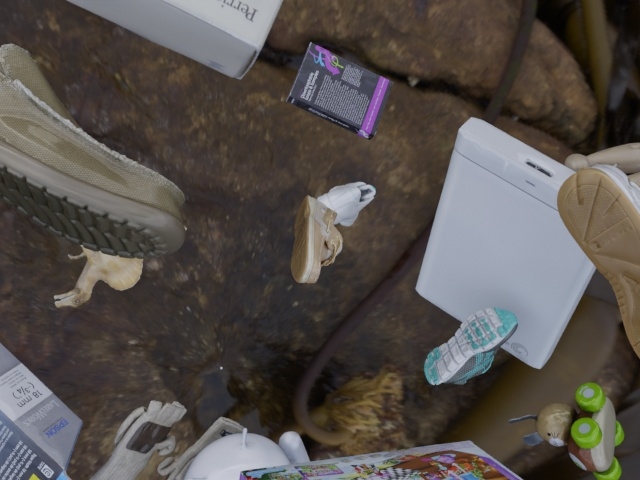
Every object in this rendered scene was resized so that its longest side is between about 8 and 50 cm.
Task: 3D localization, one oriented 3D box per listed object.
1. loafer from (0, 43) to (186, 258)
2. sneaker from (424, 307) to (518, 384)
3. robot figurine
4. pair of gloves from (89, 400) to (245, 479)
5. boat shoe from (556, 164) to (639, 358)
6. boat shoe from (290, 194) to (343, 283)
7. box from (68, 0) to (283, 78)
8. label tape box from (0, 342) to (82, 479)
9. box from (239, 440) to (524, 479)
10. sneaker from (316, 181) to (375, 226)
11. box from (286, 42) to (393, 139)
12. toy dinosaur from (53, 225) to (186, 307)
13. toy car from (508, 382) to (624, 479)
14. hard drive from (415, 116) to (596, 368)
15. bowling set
[{"bbox_3d":[-0.111,-0.042,0.328,0.148,0.056,0.050,27,69,2],"label":"loafer"},{"bbox_3d":[0.230,0.158,1.304,0.076,0.166,0.065,21,40,-37],"label":"sneaker"},{"bbox_3d":[-0.119,0.479,1.579,0.200,0.353,0.300,14,50,36],"label":"robot figurine"},{"bbox_3d":[-0.273,0.380,1.602,0.240,0.042,0.204,26,101,-40],"label":"pair of gloves"},{"bbox_3d":[0.355,0.038,0.925,0.096,0.098,0.277,-25,85,-47],"label":"boat shoe"},{"bbox_3d":[0.000,0.000,1.123,0.059,0.170,0.063,19,122,-10],"label":"boat shoe"},{"bbox_3d":[-0.069,-0.252,0.609,0.149,0.127,0.232,23,86,-12],"label":"box"},{"bbox_3d":[-0.501,0.345,1.436,0.334,0.106,0.240,42,119,5],"label":"label tape box"},{"bbox_3d":[0.088,0.281,0.888,0.293,0.201,0.057,0,104,-28],"label":"box"},{"bbox_3d":[0.063,-0.077,1.677,0.094,0.212,0.080,-30,91,13],"label":"sneaker"},{"bbox_3d":[0.034,-0.256,1.531,0.162,0.029,0.116,25,67,-11],"label":"box"},{"bbox_3d":[-0.210,0.003,0.935,0.183,0.053,0.092,-33,79,21],"label":"toy dinosaur"},{"bbox_3d":[0.457,0.364,1.690,0.155,0.188,0.149,54,42,-36],"label":"toy car"},{"bbox_3d":[0.266,0.017,1.266,0.233,0.353,0.047,33,56,20],"label":"hard drive"},{"bbox_3d":[0.495,-0.023,1.382,0.154,0.287,0.199,-9,110,-4],"label":"bowling set"}]
